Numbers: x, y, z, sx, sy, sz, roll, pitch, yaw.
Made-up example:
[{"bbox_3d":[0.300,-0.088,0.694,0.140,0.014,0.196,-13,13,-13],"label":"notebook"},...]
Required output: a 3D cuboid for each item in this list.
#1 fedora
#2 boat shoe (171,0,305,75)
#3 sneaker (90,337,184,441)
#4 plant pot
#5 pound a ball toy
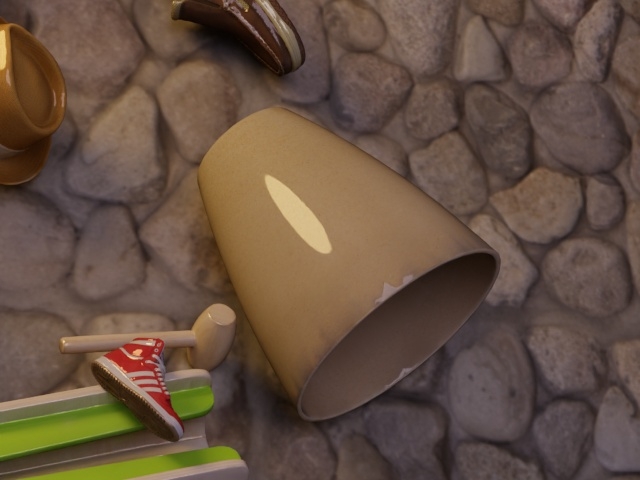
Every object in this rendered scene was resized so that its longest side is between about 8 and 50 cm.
[{"bbox_3d":[-0.315,-0.155,1.478,0.194,0.079,0.194,32,51,-51],"label":"fedora"},{"bbox_3d":[-0.128,-0.272,1.638,0.095,0.095,0.257,-39,81,-13],"label":"boat shoe"},{"bbox_3d":[-0.153,0.135,1.369,0.118,0.042,0.067,38,52,26],"label":"sneaker"},{"bbox_3d":[0.000,0.000,1.506,0.256,0.256,0.274,-29,67,-26],"label":"plant pot"},{"bbox_3d":[-0.212,0.197,1.421,0.319,0.136,0.208,-9,48,-22],"label":"pound a ball toy"}]
